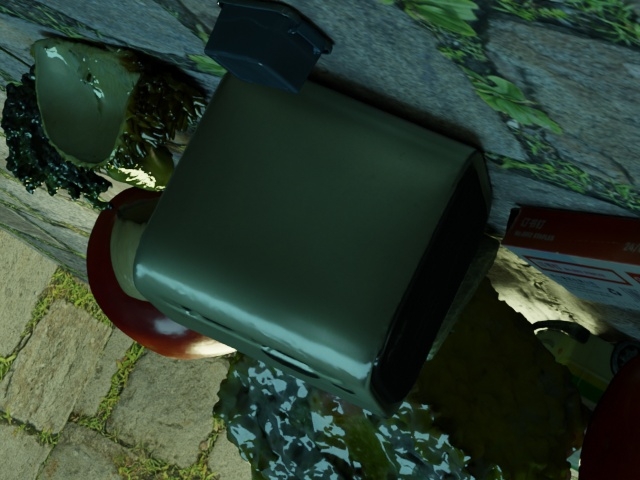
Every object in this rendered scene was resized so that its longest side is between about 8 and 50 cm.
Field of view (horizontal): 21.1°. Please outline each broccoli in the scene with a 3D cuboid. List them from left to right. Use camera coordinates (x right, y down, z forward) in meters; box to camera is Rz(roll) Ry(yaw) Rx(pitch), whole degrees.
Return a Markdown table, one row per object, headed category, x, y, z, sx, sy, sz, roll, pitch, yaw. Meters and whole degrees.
| category | x | y | z | sx | sy | sz | roll | pitch | yaw |
| --- | --- | --- | --- | --- | --- | --- | --- | --- | --- |
| broccoli | -0.268 | -0.115 | 2.111 | 0.145 | 0.165 | 0.304 | 13 | 176 | 26 |

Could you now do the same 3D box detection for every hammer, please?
| category | x | y | z | sx | sy | sz | roll | pitch | yaw |
| --- | --- | --- | --- | --- | --- | --- | --- | --- | --- |
| hammer | -0.383 | -0.229 | 2.110 | 0.123 | 0.014 | 0.029 | 33 | 160 | -21 |

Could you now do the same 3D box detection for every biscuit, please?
| category | x | y | z | sx | sy | sz | roll | pitch | yaw |
| --- | --- | --- | --- | --- | --- | --- | --- | --- | --- |
| biscuit | 0.102 | 0.041 | 1.808 | 0.121 | 0.199 | 0.040 | 23 | 131 | 13 |

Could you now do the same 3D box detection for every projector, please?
| category | x | y | z | sx | sy | sz | roll | pitch | yaw |
| --- | --- | --- | --- | --- | --- | --- | --- | --- | --- |
| projector | 0.000 | 0.000 | 1.630 | 0.249 | 0.248 | 0.248 | 24 | 170 | 14 |

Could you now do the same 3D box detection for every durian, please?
| category | x | y | z | sx | sy | sz | roll | pitch | yaw |
| --- | --- | --- | --- | --- | --- | --- | --- | --- | --- |
| durian | -0.231 | -0.151 | 1.886 | 0.252 | 0.144 | 0.139 | 22 | 149 | 52 |

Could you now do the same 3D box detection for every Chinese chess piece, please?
| category | x | y | z | sx | sy | sz | roll | pitch | yaw |
| --- | --- | --- | --- | --- | --- | --- | --- | --- | --- |
| Chinese chess piece | -0.128 | 0.005 | 2.098 | 0.257 | 0.104 | 0.257 | -2 | -170 | 0 |

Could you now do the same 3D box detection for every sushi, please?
| category | x | y | z | sx | sy | sz | roll | pitch | yaw |
| --- | --- | --- | --- | --- | --- | --- | --- | --- | --- |
| sushi | 0.089 | 0.213 | 1.963 | 0.396 | 0.240 | 0.351 | 48 | 133 | 5 |

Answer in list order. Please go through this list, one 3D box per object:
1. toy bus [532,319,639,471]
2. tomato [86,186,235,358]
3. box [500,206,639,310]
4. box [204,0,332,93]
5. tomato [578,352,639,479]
| category | x | y | z | sx | sy | sz | roll | pitch | yaw |
| --- | --- | --- | --- | --- | --- | --- | --- | --- | --- |
| toy bus | 0.365 | 0.216 | 2.072 | 0.276 | 0.164 | 0.133 | 28 | 169 | -14 |
| tomato | -0.197 | 0.053 | 2.478 | 0.299 | 0.226 | 0.298 | 27 | 168 | 7 |
| box | 0.280 | 0.021 | 1.614 | 0.123 | 0.050 | 0.229 | 34 | 168 | -29 |
| box | -0.049 | -0.166 | 1.466 | 0.099 | 0.054 | 0.074 | 17 | 165 | 45 |
| tomato | 0.430 | 0.262 | 1.831 | 0.290 | 0.293 | 0.325 | 16 | -178 | -14 |
